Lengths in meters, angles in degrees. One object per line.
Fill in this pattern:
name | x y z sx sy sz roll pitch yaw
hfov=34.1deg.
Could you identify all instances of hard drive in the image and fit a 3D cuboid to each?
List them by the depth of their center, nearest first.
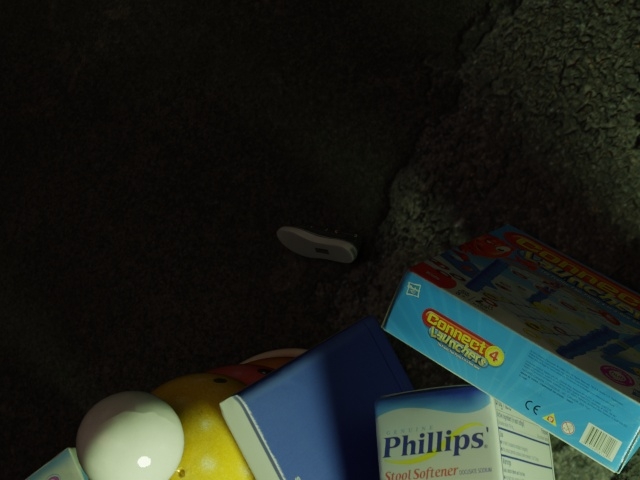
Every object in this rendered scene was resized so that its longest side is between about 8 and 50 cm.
hard drive | 0.026 0.236 1.315 0.040 0.318 0.210 -30 86 35

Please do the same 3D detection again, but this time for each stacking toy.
stacking toy | -0.131 0.280 1.313 0.350 0.480 0.351 -7 73 23

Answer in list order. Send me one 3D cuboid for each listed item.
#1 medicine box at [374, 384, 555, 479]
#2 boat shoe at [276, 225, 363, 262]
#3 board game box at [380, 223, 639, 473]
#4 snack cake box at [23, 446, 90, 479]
medicine box | 0.189 0.338 1.266 0.149 0.263 0.289 -12 70 23
boat shoe | 0.000 0.000 1.585 0.142 0.049 0.040 15 49 30
board game box | 0.280 0.110 1.250 0.308 0.302 0.086 30 115 23
snack cake box | -0.419 0.427 1.596 0.264 0.152 0.089 -38 63 12
